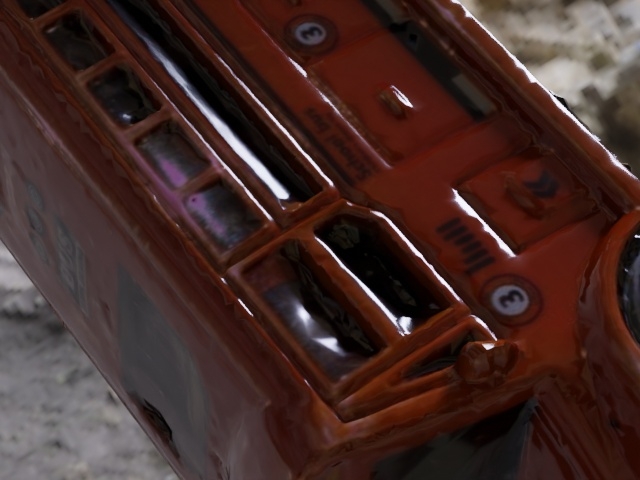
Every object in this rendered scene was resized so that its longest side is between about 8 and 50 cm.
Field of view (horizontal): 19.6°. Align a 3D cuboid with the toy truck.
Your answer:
[{"bbox_3d":[0.000,0.000,0.415,0.114,0.107,0.252,-27,60,-23],"label":"toy truck"}]
